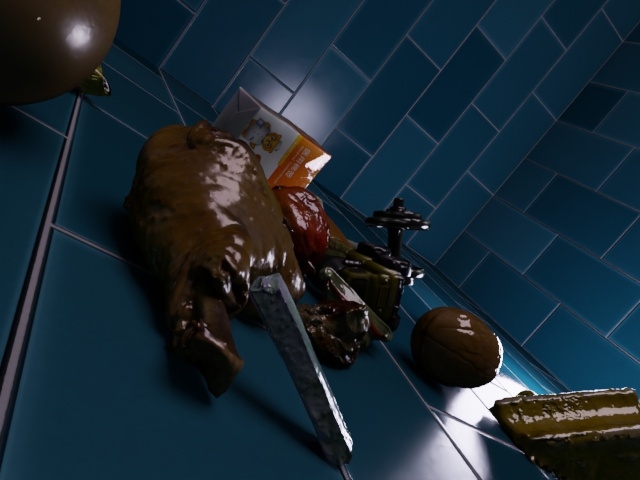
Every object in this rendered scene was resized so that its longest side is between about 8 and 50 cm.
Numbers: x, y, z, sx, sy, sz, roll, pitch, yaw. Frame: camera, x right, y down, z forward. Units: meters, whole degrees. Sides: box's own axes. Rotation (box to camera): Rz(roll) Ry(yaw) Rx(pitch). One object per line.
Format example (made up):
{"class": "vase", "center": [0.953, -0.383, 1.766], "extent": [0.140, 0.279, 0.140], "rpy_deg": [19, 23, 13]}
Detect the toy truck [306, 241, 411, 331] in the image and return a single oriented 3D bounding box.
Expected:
{"class": "toy truck", "center": [0.068, 0.082, 1.028], "extent": [0.165, 0.147, 0.224], "rpy_deg": [10, 7, -16]}

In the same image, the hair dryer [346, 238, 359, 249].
{"class": "hair dryer", "center": [0.088, 0.036, 1.666], "extent": [0.199, 0.067, 0.167], "rpy_deg": [5, 22, -47]}

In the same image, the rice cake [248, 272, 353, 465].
{"class": "rice cake", "center": [-0.017, 0.133, 0.536], "extent": [0.043, 0.034, 0.210], "rpy_deg": [-70, 137, -81]}

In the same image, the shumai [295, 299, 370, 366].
{"class": "shumai", "center": [0.021, 0.129, 0.807], "extent": [0.123, 0.105, 0.139], "rpy_deg": [42, -16, 43]}

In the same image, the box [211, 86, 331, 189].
{"class": "box", "center": [-0.159, -0.264, 1.572], "extent": [0.341, 0.225, 0.143], "rpy_deg": [26, 18, -50]}

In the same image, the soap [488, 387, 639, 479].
{"class": "soap", "center": [0.545, 0.492, 1.177], "extent": [0.339, 0.304, 0.169], "rpy_deg": [-3, 24, -5]}

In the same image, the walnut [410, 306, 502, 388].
{"class": "walnut", "center": [0.281, 0.224, 1.092], "extent": [0.207, 0.167, 0.167], "rpy_deg": [30, 12, -33]}

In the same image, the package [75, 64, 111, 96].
{"class": "package", "center": [-0.550, -0.398, 1.147], "extent": [0.168, 0.090, 0.226], "rpy_deg": [34, 13, -44]}

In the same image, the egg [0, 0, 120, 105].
{"class": "egg", "center": [-0.416, -0.331, 0.667], "extent": [0.301, 0.301, 0.374], "rpy_deg": [31, 11, -37]}

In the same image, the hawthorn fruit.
{"class": "hawthorn fruit", "center": [-0.059, -0.021, 0.992], "extent": [0.173, 0.173, 0.179], "rpy_deg": [36, 9, -14]}

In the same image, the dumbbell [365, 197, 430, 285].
{"class": "dumbbell", "center": [0.221, 0.019, 1.548], "extent": [0.192, 0.289, 0.192], "rpy_deg": [5, 0, 0]}

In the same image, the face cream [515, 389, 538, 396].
{"class": "face cream", "center": [0.613, 0.485, 1.347], "extent": [0.273, 0.078, 0.078], "rpy_deg": [36, 9, -13]}

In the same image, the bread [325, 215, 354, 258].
{"class": "bread", "center": [0.000, 0.000, 1.271], "extent": [0.132, 0.103, 0.172], "rpy_deg": [25, 15, -35]}

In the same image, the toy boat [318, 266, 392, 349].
{"class": "toy boat", "center": [0.055, 0.129, 0.904], "extent": [0.185, 0.089, 0.071], "rpy_deg": [47, 46, -17]}

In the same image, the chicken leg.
{"class": "chicken leg", "center": [-0.107, 0.027, 0.647], "extent": [0.295, 0.182, 0.409], "rpy_deg": [51, 9, -35]}

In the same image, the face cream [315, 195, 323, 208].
{"class": "face cream", "center": [-0.024, -0.079, 1.726], "extent": [0.114, 0.070, 0.224], "rpy_deg": [36, 18, -14]}
